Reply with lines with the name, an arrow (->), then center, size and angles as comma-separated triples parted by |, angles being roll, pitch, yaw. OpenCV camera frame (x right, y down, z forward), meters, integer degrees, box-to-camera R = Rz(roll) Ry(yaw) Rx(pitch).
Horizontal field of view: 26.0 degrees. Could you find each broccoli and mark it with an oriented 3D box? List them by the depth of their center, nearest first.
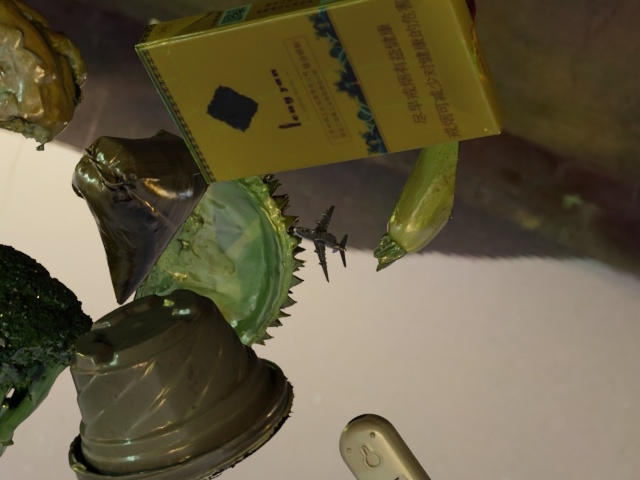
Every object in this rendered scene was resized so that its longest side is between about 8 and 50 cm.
broccoli -> -0.425, 0.132, 1.673 | 0.308, 0.275, 0.308 | 7, -157, -3

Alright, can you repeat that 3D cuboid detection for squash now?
squash -> 0.134, -0.040, 1.795 | 0.075, 0.200, 0.090 | 29, 172, -19

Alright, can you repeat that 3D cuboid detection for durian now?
durian -> -0.147, 0.058, 2.018 | 0.198, 0.394, 0.163 | 19, -159, -39

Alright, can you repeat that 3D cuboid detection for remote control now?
remote control -> 0.103, 0.320, 1.765 | 0.221, 0.078, 0.042 | 55, -162, 1

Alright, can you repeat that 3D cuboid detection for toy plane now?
toy plane -> 0.003, 0.000, 1.339 | 0.024, 0.078, 0.084 | -5, 161, 29

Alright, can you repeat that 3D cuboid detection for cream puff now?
cream puff -> -0.385, -0.198, 1.635 | 0.221, 0.195, 0.195 | 2, -177, 0

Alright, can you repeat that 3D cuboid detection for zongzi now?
zongzi -> -0.215, -0.013, 1.442 | 0.094, 0.204, 0.205 | 32, -166, 14

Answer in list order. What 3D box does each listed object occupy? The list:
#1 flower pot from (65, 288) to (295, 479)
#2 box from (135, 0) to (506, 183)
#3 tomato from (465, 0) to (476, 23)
flower pot -> -0.153, 0.136, 1.343 | 0.235, 0.140, 0.235 | -20, -163, 7
box -> 0.000, -0.133, 1.155 | 0.279, 0.041, 0.153 | -8, 130, 24
tomato -> 0.048, -0.229, 1.516 | 0.200, 0.139, 0.233 | -20, -133, -23
